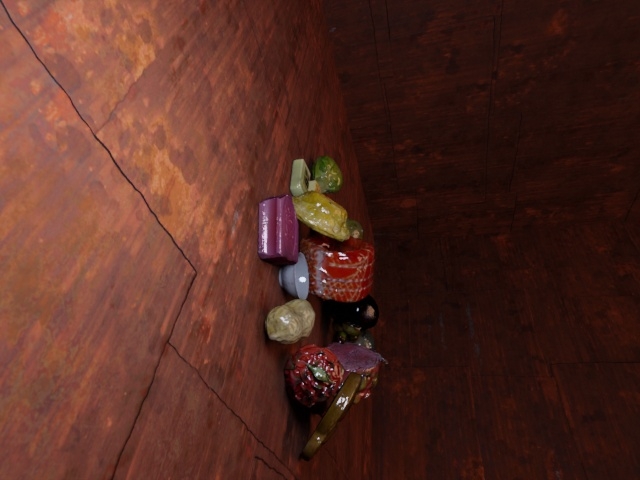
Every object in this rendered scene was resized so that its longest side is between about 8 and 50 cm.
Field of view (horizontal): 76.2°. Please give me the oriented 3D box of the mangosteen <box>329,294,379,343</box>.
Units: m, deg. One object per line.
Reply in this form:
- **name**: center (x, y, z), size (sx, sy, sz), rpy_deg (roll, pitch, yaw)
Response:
- **mangosteen**: center (0.165, 0.395, 2.148), size (0.287, 0.288, 0.233), rpy_deg (-69, 143, -60)

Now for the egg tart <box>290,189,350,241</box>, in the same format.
- **egg tart**: center (0.009, -0.121, 1.718), size (0.128, 0.319, 0.319), rpy_deg (-55, 172, 12)

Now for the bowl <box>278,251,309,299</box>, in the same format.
- **bowl**: center (-0.109, 0.139, 1.570), size (0.189, 0.086, 0.188), rpy_deg (-4, 90, -77)

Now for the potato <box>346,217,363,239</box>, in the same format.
- **potato**: center (0.130, 0.048, 2.296), size (0.269, 0.220, 0.358), rpy_deg (-73, 165, -70)

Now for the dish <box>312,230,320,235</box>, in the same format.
- **dish**: center (0.000, 0.000, 2.084), size (0.191, 0.066, 0.190), rpy_deg (-2, 90, -71)

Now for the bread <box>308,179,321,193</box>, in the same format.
- **bread**: center (-0.036, -0.184, 2.008), size (0.125, 0.068, 0.188), rpy_deg (63, 26, -56)

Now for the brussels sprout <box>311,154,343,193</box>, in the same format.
- **brussels sprout**: center (0.034, -0.347, 2.152), size (0.223, 0.161, 0.223), rpy_deg (-7, 90, -83)

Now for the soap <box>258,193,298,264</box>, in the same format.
- **soap**: center (-0.153, -0.045, 1.453), size (0.162, 0.099, 0.249), rpy_deg (28, 57, -65)

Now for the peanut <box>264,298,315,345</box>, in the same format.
- **peanut**: center (-0.100, 0.279, 1.433), size (0.291, 0.143, 0.159), rpy_deg (32, 78, -73)

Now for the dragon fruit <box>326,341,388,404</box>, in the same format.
- **dragon fruit**: center (0.150, 0.688, 2.035), size (0.296, 0.315, 0.262), rpy_deg (-26, 127, -66)

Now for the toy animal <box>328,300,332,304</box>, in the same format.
- **toy animal**: center (0.085, 0.286, 2.298), size (0.179, 0.089, 0.188), rpy_deg (45, 52, -50)

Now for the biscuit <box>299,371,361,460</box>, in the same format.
- **biscuit**: center (0.041, 0.697, 1.576), size (0.350, 0.070, 0.394), rpy_deg (-41, 160, -53)

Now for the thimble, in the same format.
- **thimble**: center (0.069, 0.109, 1.773), size (0.350, 0.351, 0.230), rpy_deg (-43, 139, -72)

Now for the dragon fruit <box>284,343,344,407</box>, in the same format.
- **dragon fruit**: center (-0.030, 0.515, 1.538), size (0.293, 0.234, 0.233), rpy_deg (100, -5, -56)

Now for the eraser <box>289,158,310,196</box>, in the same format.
- **eraser**: center (-0.090, -0.268, 1.843), size (0.117, 0.058, 0.172), rpy_deg (64, 25, -53)

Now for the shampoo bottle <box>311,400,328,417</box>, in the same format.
- **shampoo bottle**: center (-0.013, 0.693, 1.760), size (0.085, 0.086, 0.244), rpy_deg (-81, 161, -45)

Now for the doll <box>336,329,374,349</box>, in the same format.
- **doll**: center (0.202, 0.595, 2.370), size (0.349, 0.248, 0.247), rpy_deg (-14, 98, -72)
